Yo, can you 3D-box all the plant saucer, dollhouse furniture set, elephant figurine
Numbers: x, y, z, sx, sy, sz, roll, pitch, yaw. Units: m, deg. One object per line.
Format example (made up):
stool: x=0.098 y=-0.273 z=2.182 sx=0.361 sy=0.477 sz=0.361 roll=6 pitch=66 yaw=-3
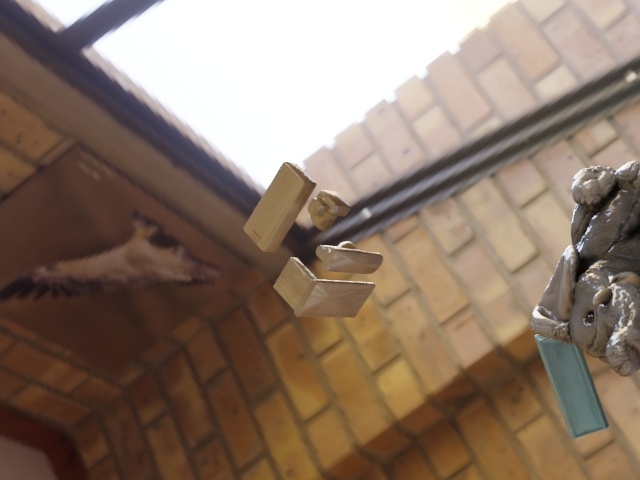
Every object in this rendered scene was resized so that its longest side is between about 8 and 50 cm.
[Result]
plant saucer: x=0.413 y=0.234 z=2.096 sx=0.018 sy=0.067 sz=0.192 roll=-67 pitch=-43 yaw=-78
dollhouse furniture set: x=0.000 y=0.000 z=1.710 sx=0.123 sy=0.144 sz=0.151 roll=6 pitch=-147 yaw=-50
elephant figurine: x=0.286 y=0.053 z=1.257 sx=0.186 sy=0.169 sz=0.239 roll=48 pitch=-124 yaw=-44
